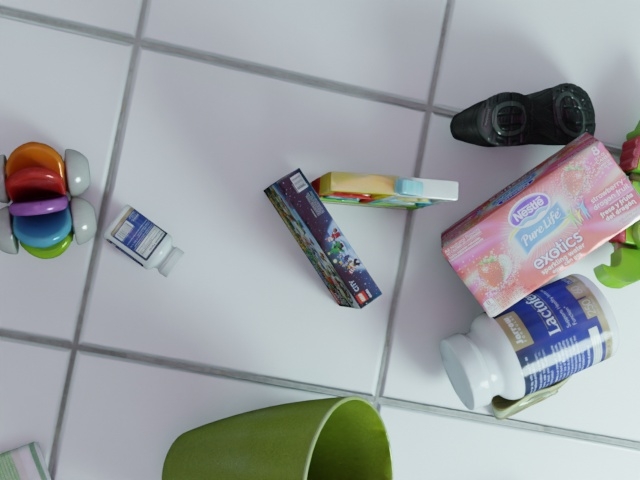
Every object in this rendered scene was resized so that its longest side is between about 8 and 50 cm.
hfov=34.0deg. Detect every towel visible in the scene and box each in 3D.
[{"bbox_3d":[-0.493,0.390,1.630,0.152,0.023,0.113,-20,90,-8],"label":"towel"}]

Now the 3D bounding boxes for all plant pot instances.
[{"bbox_3d":[-0.082,0.362,1.564,0.293,0.275,0.275,-1,88,30],"label":"plant pot"}]

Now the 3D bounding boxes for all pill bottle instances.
[{"bbox_3d":[-0.277,0.003,1.656,0.120,0.067,0.067,37,82,-7],"label":"pill bottle"},{"bbox_3d":[0.339,0.170,1.718,0.264,0.153,0.153,-23,92,-10],"label":"pill bottle"}]

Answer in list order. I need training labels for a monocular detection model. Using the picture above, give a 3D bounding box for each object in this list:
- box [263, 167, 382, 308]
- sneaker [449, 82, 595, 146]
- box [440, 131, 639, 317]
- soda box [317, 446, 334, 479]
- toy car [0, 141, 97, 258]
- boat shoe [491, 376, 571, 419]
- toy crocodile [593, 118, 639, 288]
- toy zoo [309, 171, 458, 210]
[{"bbox_3d":[0.000,0.000,1.659,0.044,0.159,0.233,-34,94,-11],"label":"box"},{"bbox_3d":[0.341,-0.205,1.757,0.286,0.130,0.109,-2,91,-33],"label":"sneaker"},{"bbox_3d":[0.352,-0.027,1.682,0.300,0.154,0.142,-36,95,12],"label":"box"},{"bbox_3d":[0.021,0.398,1.695,0.067,0.071,0.210,7,87,-10],"label":"soda box"},{"bbox_3d":[-0.428,-0.062,1.595,0.159,0.136,0.182,-7,89,-11],"label":"toy car"},{"bbox_3d":[0.358,0.255,1.776,0.153,0.048,0.056,-29,48,-14],"label":"boat shoe"},{"bbox_3d":[0.541,-0.082,1.782,0.105,0.115,0.341,13,86,-9],"label":"toy crocodile"},{"bbox_3d":[0.090,-0.076,1.610,0.192,0.293,0.030,4,87,-10],"label":"toy zoo"}]
